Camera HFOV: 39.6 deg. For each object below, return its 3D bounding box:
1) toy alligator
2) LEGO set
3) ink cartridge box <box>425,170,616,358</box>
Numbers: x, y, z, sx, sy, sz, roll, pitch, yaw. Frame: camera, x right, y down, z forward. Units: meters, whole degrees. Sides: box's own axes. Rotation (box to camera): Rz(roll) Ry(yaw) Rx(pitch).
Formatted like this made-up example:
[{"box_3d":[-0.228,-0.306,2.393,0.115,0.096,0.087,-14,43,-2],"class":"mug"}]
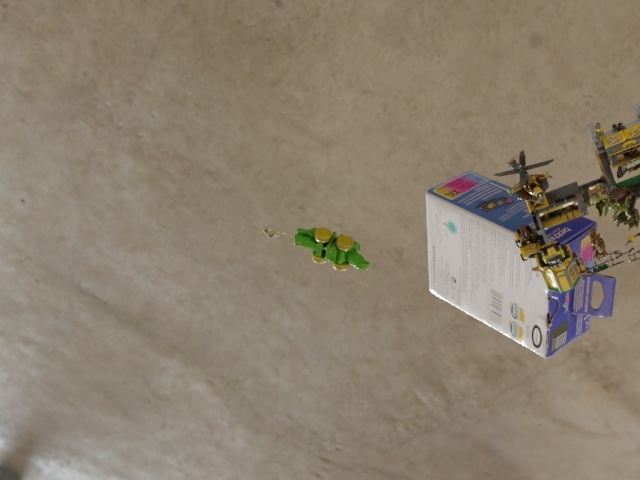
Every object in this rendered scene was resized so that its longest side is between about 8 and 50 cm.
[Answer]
[{"box_3d":[0.000,0.000,1.480,0.190,0.051,0.056,20,130,14],"class":"toy alligator"},{"box_3d":[0.466,-0.081,1.492,0.331,0.254,0.192,-16,133,20],"class":"LEGO set"},{"box_3d":[0.406,0.054,1.817,0.395,0.151,0.269,32,139,44],"class":"ink cartridge box"}]
